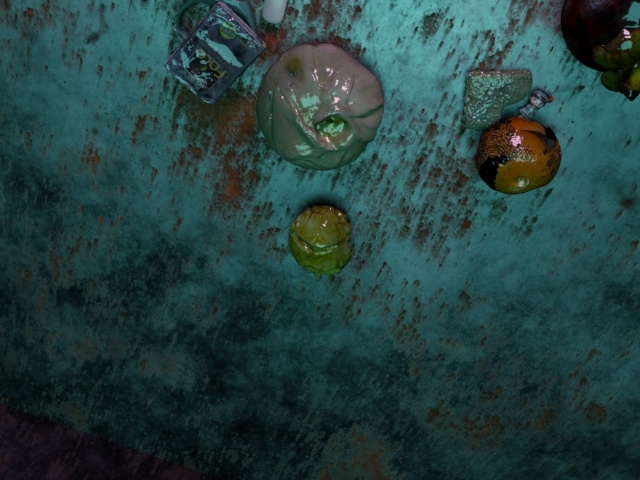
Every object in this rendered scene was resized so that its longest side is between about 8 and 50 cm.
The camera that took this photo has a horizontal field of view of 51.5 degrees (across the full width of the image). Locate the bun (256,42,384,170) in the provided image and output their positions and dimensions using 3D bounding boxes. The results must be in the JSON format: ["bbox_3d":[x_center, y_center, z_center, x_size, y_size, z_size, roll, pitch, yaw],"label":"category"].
[{"bbox_3d":[-0.009,-0.354,1.832,0.364,0.219,0.366,2,114,5],"label":"bun"}]

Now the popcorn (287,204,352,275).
[{"bbox_3d":[0.000,0.000,2.043,0.204,0.184,0.221,6,120,9],"label":"popcorn"}]

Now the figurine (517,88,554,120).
[{"bbox_3d":[0.598,-0.372,1.856,0.060,0.047,0.106,37,121,5],"label":"figurine"}]

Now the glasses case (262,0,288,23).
[{"bbox_3d":[-0.113,-0.664,1.775,0.063,0.041,0.164,15,118,-4],"label":"glasses case"}]

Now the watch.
[{"bbox_3d":[-0.289,-0.587,1.825,0.236,0.068,0.195,15,121,-7],"label":"watch"}]

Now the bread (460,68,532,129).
[{"bbox_3d":[0.471,-0.410,1.839,0.232,0.064,0.172,-40,110,21],"label":"bread"}]

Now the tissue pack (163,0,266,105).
[{"bbox_3d":[-0.284,-0.504,1.794,0.235,0.073,0.173,-39,113,23],"label":"tissue pack"}]

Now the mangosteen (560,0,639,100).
[{"bbox_3d":[0.750,-0.521,1.594,0.305,0.360,0.306,-7,150,-4],"label":"mangosteen"}]

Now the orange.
[{"bbox_3d":[0.552,-0.230,1.860,0.234,0.182,0.234,-2,144,-2],"label":"orange"}]
